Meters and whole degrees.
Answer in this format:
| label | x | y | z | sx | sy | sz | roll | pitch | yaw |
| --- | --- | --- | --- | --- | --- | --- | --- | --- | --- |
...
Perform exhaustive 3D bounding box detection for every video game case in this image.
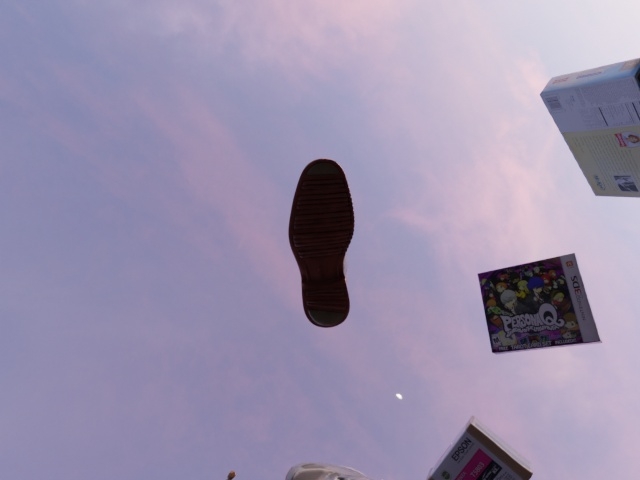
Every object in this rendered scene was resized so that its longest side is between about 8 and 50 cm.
| label | x | y | z | sx | sy | sz | roll | pitch | yaw |
| --- | --- | --- | --- | --- | --- | --- | --- | --- | --- |
| video game case | 0.518 | 0.157 | 1.001 | 0.042 | 0.232 | 0.210 | 29 | -128 | -47 |

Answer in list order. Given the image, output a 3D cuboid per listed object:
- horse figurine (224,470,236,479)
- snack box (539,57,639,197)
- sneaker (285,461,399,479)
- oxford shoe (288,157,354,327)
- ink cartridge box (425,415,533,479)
| label | x | y | z | sx | sy | sz | roll | pitch | yaw |
| --- | --- | --- | --- | --- | --- | --- | --- | --- | --- |
| horse figurine | -0.243 | 0.475 | 0.678 | 0.066 | 0.263 | 0.174 | 37 | -91 | 31 |
| snack box | 0.622 | -0.215 | 0.860 | 0.322 | 0.187 | 0.060 | 45 | -101 | -24 |
| sneaker | 0.072 | 0.352 | 0.555 | 0.263 | 0.121 | 0.099 | 12 | -142 | 19 |
| oxford shoe | 0.000 | 0.000 | 0.947 | 0.141 | 0.146 | 0.396 | 1 | -66 | -2 |
| ink cartridge box | 0.446 | 0.663 | 1.174 | 0.193 | 0.088 | 0.234 | 36 | -81 | 24 |
